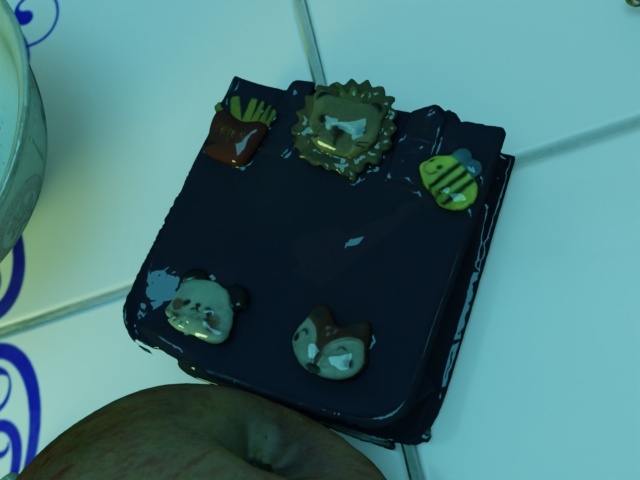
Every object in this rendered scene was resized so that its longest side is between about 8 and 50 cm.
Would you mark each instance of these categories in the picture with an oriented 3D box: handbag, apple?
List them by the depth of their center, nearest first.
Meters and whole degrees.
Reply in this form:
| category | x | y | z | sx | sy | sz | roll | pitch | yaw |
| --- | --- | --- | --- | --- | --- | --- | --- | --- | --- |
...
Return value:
| category | x | y | z | sx | sy | sz | roll | pitch | yaw |
| --- | --- | --- | --- | --- | --- | --- | --- | --- | --- |
| apple | -0.085 | 0.256 | 0.727 | 0.344 | 0.345 | 0.269 | 27 | 83 | 24 |
| handbag | 0.000 | 0.000 | 0.880 | 0.303 | 0.122 | 0.329 | 16 | 79 | 23 |

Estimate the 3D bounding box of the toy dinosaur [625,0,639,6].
| category | x | y | z | sx | sy | sz | roll | pitch | yaw |
| --- | --- | --- | --- | --- | --- | --- | --- | --- | --- |
| toy dinosaur | 0.373 | -0.262 | 0.862 | 0.212 | 0.057 | 0.142 | -40 | 77 | 5 |

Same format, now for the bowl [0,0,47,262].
| category | x | y | z | sx | sy | sz | roll | pitch | yaw |
| --- | --- | --- | --- | --- | --- | --- | --- | --- | --- |
| bowl | -0.450 | -0.079 | 1.013 | 0.434 | 0.196 | 0.435 | -5 | 72 | 17 |

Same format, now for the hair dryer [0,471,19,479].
| category | x | y | z | sx | sy | sz | roll | pitch | yaw |
| --- | --- | --- | --- | --- | --- | --- | --- | --- | --- |
| hair dryer | -0.248 | 0.243 | 0.934 | 0.167 | 0.067 | 0.199 | 18 | 70 | 28 |
